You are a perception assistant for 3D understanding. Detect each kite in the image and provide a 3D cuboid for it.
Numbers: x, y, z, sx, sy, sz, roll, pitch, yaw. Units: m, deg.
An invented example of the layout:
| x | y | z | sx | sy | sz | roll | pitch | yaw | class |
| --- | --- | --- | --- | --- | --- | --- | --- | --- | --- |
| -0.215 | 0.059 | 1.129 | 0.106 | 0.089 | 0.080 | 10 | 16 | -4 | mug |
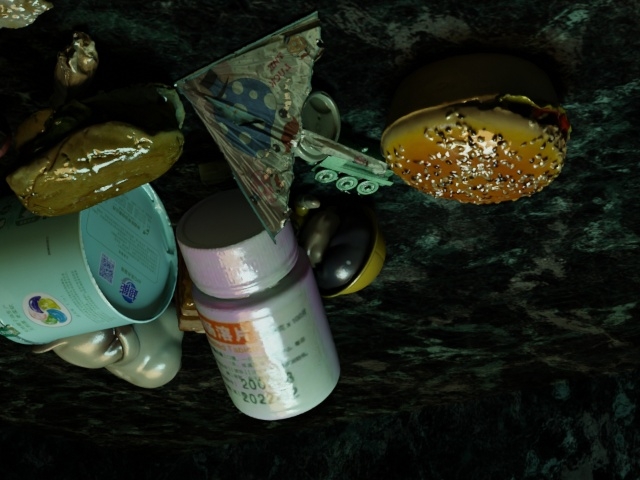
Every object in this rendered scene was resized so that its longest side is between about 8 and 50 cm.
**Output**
| x | y | z | sx | sy | sz | roll | pitch | yaw | class |
| --- | --- | --- | --- | --- | --- | --- | --- | --- | --- |
| -0.064 | -0.170 | 1.611 | 0.368 | 0.014 | 0.406 | 24 | 127 | 15 | kite |

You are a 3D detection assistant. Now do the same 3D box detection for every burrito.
| x | y | z | sx | sy | sz | roll | pitch | yaw | class |
| --- | --- | --- | --- | --- | --- | --- | --- | --- | --- |
| -0.373 | -0.234 | 1.593 | 0.058 | 0.063 | 0.229 | 43 | 148 | -5 | burrito |

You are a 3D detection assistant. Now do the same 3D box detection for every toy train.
| x | y | z | sx | sy | sz | roll | pitch | yaw | class |
| --- | --- | --- | --- | --- | --- | --- | --- | --- | --- |
| 0.060 | -0.136 | 1.849 | 0.170 | 0.071 | 0.111 | 14 | 146 | -32 | toy train |

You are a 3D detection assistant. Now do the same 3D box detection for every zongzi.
| x | y | z | sx | sy | sz | roll | pitch | yaw | class |
| --- | --- | --- | --- | --- | --- | --- | --- | --- | --- |
| -0.145 | -0.119 | 1.902 | 0.109 | 0.055 | 0.119 | -11 | 167 | 17 | zongzi |

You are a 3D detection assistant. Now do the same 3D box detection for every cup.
| x | y | z | sx | sy | sz | roll | pitch | yaw | class |
| --- | --- | --- | --- | --- | --- | --- | --- | --- | --- |
| -0.053 | -0.180 | 1.692 | 0.141 | 0.120 | 0.120 | -1 | 162 | 37 | cup |

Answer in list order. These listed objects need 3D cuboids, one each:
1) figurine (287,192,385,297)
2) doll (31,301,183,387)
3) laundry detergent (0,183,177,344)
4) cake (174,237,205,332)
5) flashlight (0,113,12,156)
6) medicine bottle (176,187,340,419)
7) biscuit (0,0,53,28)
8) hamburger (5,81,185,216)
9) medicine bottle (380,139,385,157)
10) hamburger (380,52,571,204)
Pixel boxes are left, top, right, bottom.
| x | y | z | sx | sy | sz | roll | pitch | yaw | class |
| --- | --- | --- | --- | --- | --- | --- | --- | --- | --- |
| 0.000 | -0.001 | 2.051 | 0.257 | 0.192 | 0.167 | 25 | -174 | -2 | figurine |
| -0.461 | 0.210 | 2.460 | 0.226 | 0.215 | 0.370 | 4 | 165 | 31 | doll |
| -0.463 | 0.034 | 1.939 | 0.305 | 0.287 | 0.287 | -13 | 155 | 25 | laundry detergent |
| -0.199 | 0.077 | 2.191 | 0.196 | 0.198 | 0.293 | -2 | 162 | -12 | cake |
| -0.555 | -0.204 | 1.623 | 0.093 | 0.093 | 0.232 | -6 | 154 | 12 | flashlight |
| -0.108 | 0.114 | 1.916 | 0.219 | 0.219 | 0.388 | -7 | 124 | 13 | medicine bottle |
| -0.502 | -0.322 | 1.406 | 0.290 | 0.038 | 0.141 | -4 | 156 | 2 | biscuit |
| -0.334 | -0.130 | 1.637 | 0.285 | 0.134 | 0.265 | -19 | 166 | -5 | hamburger |
| 0.153 | -0.157 | 1.810 | 0.091 | 0.058 | 0.058 | 13 | 154 | -30 | medicine bottle |
| 0.242 | -0.160 | 1.660 | 0.300 | 0.176 | 0.300 | 0 | 159 | 0 | hamburger |
